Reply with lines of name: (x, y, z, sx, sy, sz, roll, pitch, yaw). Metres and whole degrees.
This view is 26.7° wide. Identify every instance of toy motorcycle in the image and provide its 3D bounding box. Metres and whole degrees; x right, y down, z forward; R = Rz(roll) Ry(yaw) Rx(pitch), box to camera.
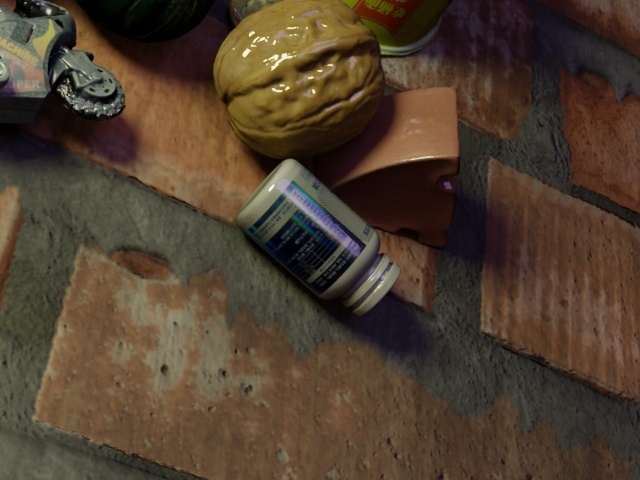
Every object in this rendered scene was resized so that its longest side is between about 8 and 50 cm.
toy motorcycle: (-0.366, -0.199, 1.478, 0.307, 0.108, 0.173, 0, 54, -34)

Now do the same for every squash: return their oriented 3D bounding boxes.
squash: (-0.219, -0.343, 1.615, 0.218, 0.172, 0.218, 17, 59, -29)

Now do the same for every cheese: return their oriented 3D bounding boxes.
cheese: (0.121, -0.100, 1.704, 0.202, 0.177, 0.128, 20, 53, -24)

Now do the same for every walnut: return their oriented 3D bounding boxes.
walnut: (-0.022, -0.200, 1.643, 0.213, 0.213, 0.213, 17, 54, -26)

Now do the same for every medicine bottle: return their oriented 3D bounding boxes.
medicine bottle: (0.000, 0.000, 1.605, 0.191, 0.107, 0.107, 41, 47, -7)

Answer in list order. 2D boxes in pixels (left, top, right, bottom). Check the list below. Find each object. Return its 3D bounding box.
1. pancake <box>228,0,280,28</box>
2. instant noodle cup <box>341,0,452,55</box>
pancake: (-0.053, -0.279, 1.795, 0.158, 0.028, 0.158, 15, 56, -24)
instant noodle cup: (0.109, -0.441, 1.875, 0.311, 0.221, 0.311, 17, 55, -25)
